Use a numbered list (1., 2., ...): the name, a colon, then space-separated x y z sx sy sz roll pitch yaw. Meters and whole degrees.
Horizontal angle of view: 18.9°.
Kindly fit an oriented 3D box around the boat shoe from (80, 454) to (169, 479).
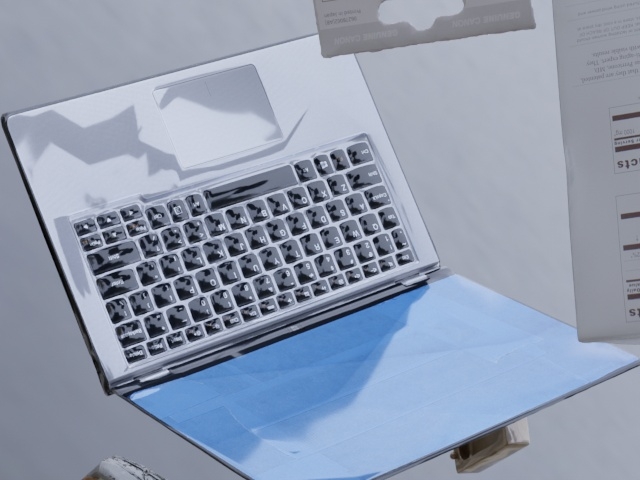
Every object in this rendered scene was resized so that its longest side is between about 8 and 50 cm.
1. boat shoe: -0.101 0.328 1.644 0.324 0.120 0.122 45 9 9

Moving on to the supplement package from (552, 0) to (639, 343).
1. supplement package: 0.243 -0.057 1.240 0.139 0.134 0.244 6 78 -59

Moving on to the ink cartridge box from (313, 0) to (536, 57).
1. ink cartridge box: 0.069 -0.253 1.364 0.056 0.181 0.225 -23 106 -56

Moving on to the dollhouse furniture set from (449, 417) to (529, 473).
1. dollhouse furniture set: 0.126 0.227 1.787 0.123 0.144 0.151 1 70 -22

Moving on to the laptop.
1. laptop: 0.000 0.000 1.655 0.382 0.236 0.408 -19 84 -35
